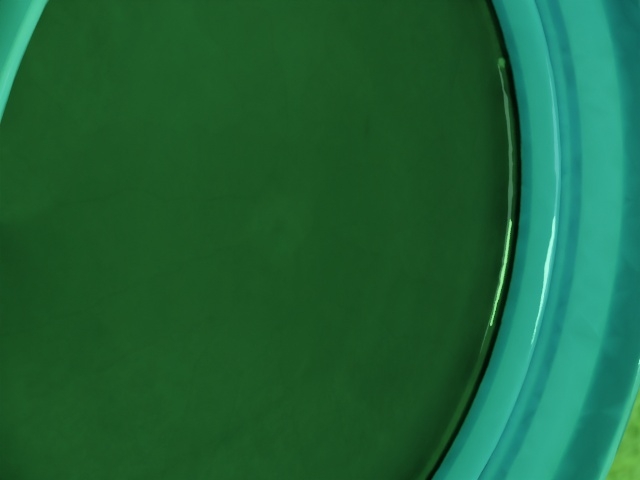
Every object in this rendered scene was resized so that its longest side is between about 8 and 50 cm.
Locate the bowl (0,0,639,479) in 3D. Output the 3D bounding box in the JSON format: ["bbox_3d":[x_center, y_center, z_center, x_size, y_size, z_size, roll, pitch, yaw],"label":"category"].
[{"bbox_3d":[0.000,0.000,0.726,0.391,0.077,0.391,-11,105,-45],"label":"bowl"}]

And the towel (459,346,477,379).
[{"bbox_3d":[-0.016,0.120,0.852,0.237,0.037,0.329,-50,129,-9],"label":"towel"}]

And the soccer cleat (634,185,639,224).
[{"bbox_3d":[0.282,-0.078,0.913,0.318,0.116,0.108,-32,123,-19],"label":"soccer cleat"}]
